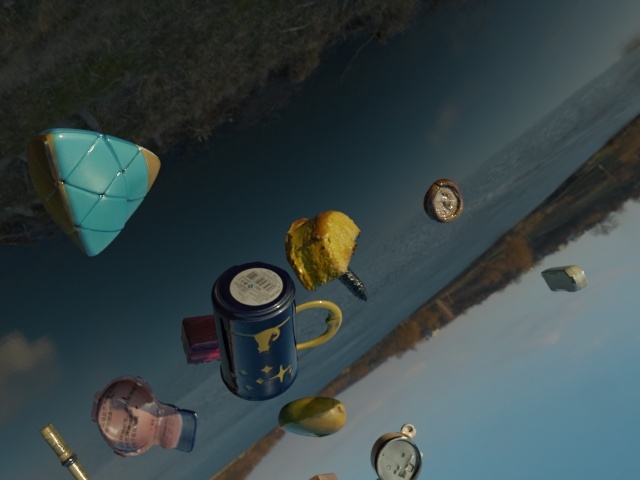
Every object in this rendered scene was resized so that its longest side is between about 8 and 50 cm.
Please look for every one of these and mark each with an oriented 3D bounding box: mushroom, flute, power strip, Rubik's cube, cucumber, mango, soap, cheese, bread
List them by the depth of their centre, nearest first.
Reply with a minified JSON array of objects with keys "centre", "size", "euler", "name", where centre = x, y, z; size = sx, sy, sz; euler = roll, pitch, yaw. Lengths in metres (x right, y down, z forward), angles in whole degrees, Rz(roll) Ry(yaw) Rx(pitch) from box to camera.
[{"centre":[-0.410,0.415,0.809],"size":[0.027,0.233,0.027],"euler":[-38,178,-2],"name":"flute"},{"centre":[-0.405,-0.093,0.884],"size":[0.254,0.254,0.254],"euler":[-36,165,-11],"name":"Rubik's cube"},{"centre":[0.471,0.075,0.910],"size":[0.030,0.047,0.191],"euler":[-27,171,7],"name":"power strip"},{"centre":[-0.412,0.412,1.076],"size":[0.074,0.286,0.188],"euler":[8,88,-73],"name":"cheese"},{"centre":[0.317,-0.102,1.214],"size":[0.123,0.123,0.052],"euler":[-32,-165,-24],"name":"mushroom"},{"centre":[-0.027,0.466,1.229],"size":[0.195,0.091,0.130],"euler":[-21,132,30],"name":"mango"},{"centre":[-0.003,0.003,1.238],"size":[0.160,0.147,0.260],"euler":[-22,-159,29],"name":"bread"},{"centre":[-0.340,0.325,1.593],"size":[0.250,0.162,0.099],"euler":[-4,117,-29],"name":"soap"},{"centre":[0.101,0.146,1.890],"size":[0.072,0.300,0.072],"euler":[-35,-154,20],"name":"cucumber"}]

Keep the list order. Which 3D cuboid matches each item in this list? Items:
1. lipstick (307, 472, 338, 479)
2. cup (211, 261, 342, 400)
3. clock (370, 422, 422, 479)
[{"centre":[0.009,0.697,1.335],"size":[0.045,0.045,0.145],"euler":[-33,149,6],"name":"lipstick"},{"centre":[-0.102,0.167,0.992],"size":[0.255,0.178,0.256],"euler":[-30,139,-35],"name":"cup"},{"centre":[0.236,0.678,1.441],"size":[0.229,0.156,0.063],"euler":[-59,-177,-10],"name":"clock"}]
